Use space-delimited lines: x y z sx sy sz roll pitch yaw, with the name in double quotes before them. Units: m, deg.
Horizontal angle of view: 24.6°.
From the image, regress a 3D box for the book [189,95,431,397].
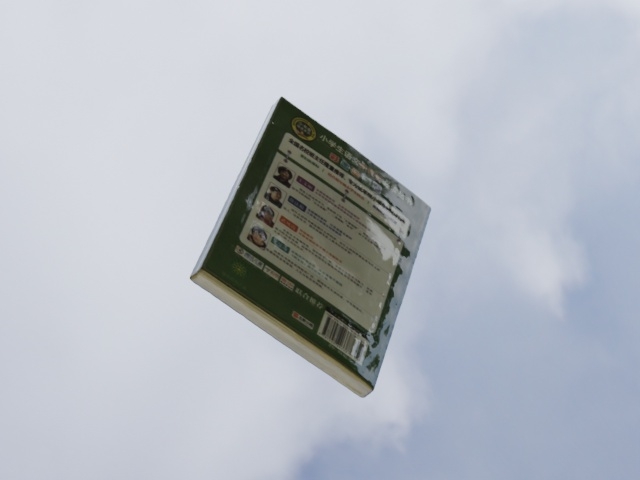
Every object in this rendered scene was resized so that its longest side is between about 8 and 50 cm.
"book" 0.000 0.000 1.417 0.202 0.027 0.264 35 -137 -14
